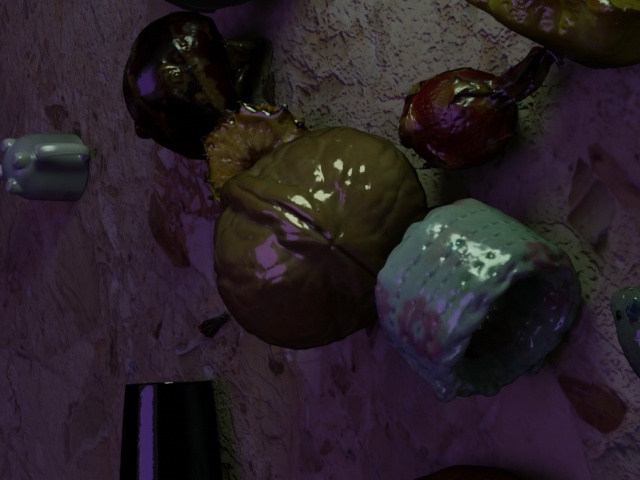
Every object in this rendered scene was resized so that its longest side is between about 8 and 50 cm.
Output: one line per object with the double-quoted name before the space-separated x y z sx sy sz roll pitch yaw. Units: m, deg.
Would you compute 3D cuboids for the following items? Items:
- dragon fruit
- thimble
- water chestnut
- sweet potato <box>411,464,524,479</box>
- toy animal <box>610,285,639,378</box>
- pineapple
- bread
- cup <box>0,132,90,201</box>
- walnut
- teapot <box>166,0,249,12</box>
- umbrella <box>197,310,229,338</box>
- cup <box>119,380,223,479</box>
"dragon fruit" 0.184 -0.157 1.222 0.246 0.125 0.125 -31 68 44
"thimble" 0.168 0.068 1.184 0.211 0.185 0.149 -45 48 -4
"water chestnut" -0.186 -0.239 1.612 0.238 0.223 0.223 -20 71 4
"sweet potato" 0.189 0.317 1.245 0.359 0.112 0.112 180 89 -68
"toy animal" 0.372 0.141 1.055 0.253 0.070 0.079 51 144 32
"pineapple" -0.069 -0.105 1.522 0.225 0.076 0.224 9 114 20
"bread" 0.250 -0.242 1.103 0.233 0.161 0.088 43 113 40
"cup" -0.533 -0.138 2.064 0.173 0.142 0.134 23 108 47
"walnut" -0.002 -0.002 1.313 0.313 0.277 0.252 162 84 -85
"teapot" -0.177 -0.516 1.579 0.300 0.253 0.344 94 162 -60
"umbrella" -0.174 0.137 1.743 0.083 0.020 0.031 -32 68 40
"cup" -0.267 0.321 1.749 0.239 0.166 0.177 -12 78 48
